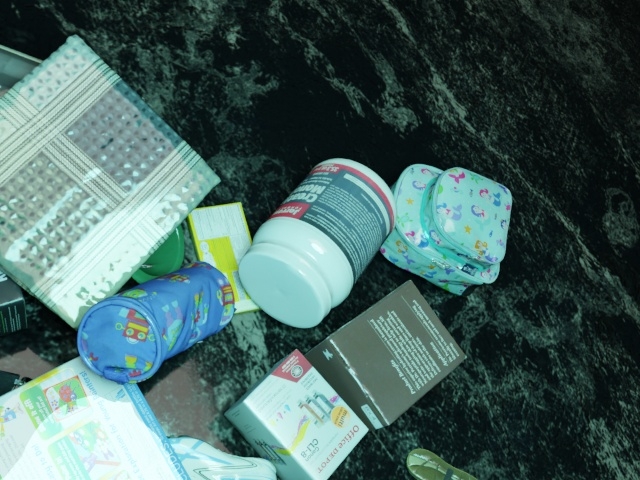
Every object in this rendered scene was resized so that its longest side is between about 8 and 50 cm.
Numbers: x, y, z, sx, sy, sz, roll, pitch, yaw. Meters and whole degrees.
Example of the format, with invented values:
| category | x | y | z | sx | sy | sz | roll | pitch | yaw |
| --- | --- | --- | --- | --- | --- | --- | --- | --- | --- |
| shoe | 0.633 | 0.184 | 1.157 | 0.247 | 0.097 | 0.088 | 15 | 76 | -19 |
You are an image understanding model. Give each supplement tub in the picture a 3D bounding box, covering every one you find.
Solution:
| category | x | y | z | sx | sy | sz | roll | pitch | yaw |
| --- | --- | --- | --- | --- | --- | --- | --- | --- | --- |
| supplement tub | 0.000 | 0.000 | 1.164 | 0.191 | 0.191 | 0.272 | 40 | 52 | -2 |

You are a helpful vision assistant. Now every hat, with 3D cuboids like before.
| category | x | y | z | sx | sy | sz | roll | pitch | yaw |
| --- | --- | --- | --- | --- | --- | --- | --- | --- | --- |
| hat | -0.363 | 0.006 | 1.115 | 0.208 | 0.183 | 0.173 | 18 | 65 | -65 |

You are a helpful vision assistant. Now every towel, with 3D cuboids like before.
| category | x | y | z | sx | sy | sz | roll | pitch | yaw |
| --- | --- | --- | --- | --- | --- | --- | --- | --- | --- |
| towel | -0.358 | -0.085 | 0.952 | 0.312 | 0.056 | 0.324 | 45 | 69 | -10 |

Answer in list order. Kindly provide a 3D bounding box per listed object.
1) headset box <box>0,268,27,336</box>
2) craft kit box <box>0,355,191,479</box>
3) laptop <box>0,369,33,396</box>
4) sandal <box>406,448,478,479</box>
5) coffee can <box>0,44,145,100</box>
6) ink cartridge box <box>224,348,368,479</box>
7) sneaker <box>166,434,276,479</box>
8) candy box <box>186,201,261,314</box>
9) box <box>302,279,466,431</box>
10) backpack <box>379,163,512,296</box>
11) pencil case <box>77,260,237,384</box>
| category | x | y | z | sx | sy | sz | roll | pitch | yaw |
| --- | --- | --- | --- | --- | --- | --- | --- | --- | --- |
| headset box | -0.598 | 0.043 | 0.931 | 0.282 | 0.131 | 0.247 | -17 | 71 | -28 |
| craft kit box | -0.335 | 0.301 | 0.883 | 0.246 | 0.061 | 0.250 | -26 | 79 | -34 |
| laptop | -0.465 | 0.317 | 0.936 | 0.264 | 0.136 | 0.234 | 37 | 55 | -34 |
| sandal | 0.226 | 0.436 | 1.160 | 0.180 | 0.049 | 0.072 | 33 | 52 | 11 |
| coffee can | -0.448 | -0.185 | 1.063 | 0.275 | 0.201 | 0.202 | 19 | 61 | -14 |
| ink cartridge box | -0.040 | 0.292 | 1.061 | 0.176 | 0.127 | 0.128 | 47 | 58 | 2 |
| sneaker | -0.177 | 0.355 | 0.995 | 0.237 | 0.085 | 0.086 | 18 | 43 | -16 |
| candy box | -0.168 | 0.033 | 1.185 | 0.105 | 0.027 | 0.206 | -8 | 71 | -29 |
| box | 0.100 | 0.205 | 1.137 | 0.203 | 0.167 | 0.169 | -30 | 81 | -31 |
| backpack | 0.242 | -0.033 | 1.305 | 0.253 | 0.191 | 0.225 | 22 | 61 | -7 |
| pencil case | -0.229 | 0.117 | 0.982 | 0.119 | 0.306 | 0.133 | 5 | 98 | 12 |
